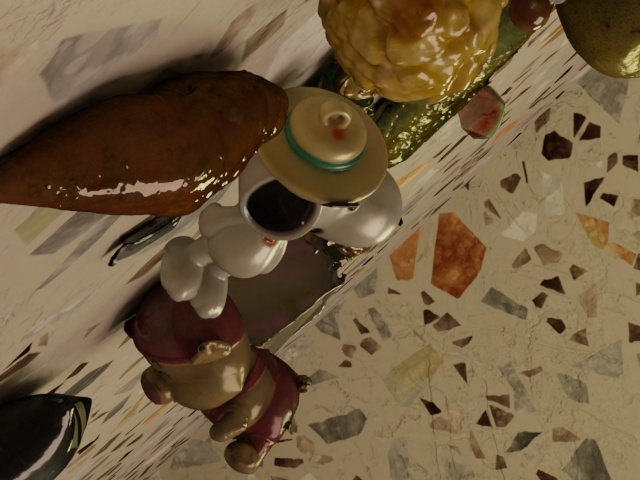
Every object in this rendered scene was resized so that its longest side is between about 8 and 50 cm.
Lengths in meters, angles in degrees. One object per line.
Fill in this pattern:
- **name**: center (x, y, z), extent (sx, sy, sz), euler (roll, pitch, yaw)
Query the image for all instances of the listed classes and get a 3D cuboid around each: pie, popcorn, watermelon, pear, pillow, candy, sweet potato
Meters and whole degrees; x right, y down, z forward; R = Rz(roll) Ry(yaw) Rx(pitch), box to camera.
- **pie**: center (0.181, -0.212, 2.103), extent (0.323, 0.070, 0.323), euler (-42, 175, -4)
- **popcorn**: center (0.078, -0.193, 1.243), extent (0.180, 0.170, 0.180), euler (-25, -145, 19)
- **watermelon**: center (0.255, -0.213, 2.669), extent (0.084, 0.072, 0.092), euler (-52, -148, 3)
- **pear**: center (0.383, -0.319, 1.995), extent (0.228, 0.211, 0.188), euler (-32, 163, 32)
- **pillow**: center (-0.344, 0.239, 1.876), extent (0.186, 0.106, 0.250), euler (-40, 178, -5)
- **candy**: center (-0.076, 0.074, 2.211), extent (0.195, 0.137, 0.185), euler (-41, 174, -19)
- **sweet potato**: center (-0.101, -0.071, 1.212), extent (0.106, 0.095, 0.354), euler (3, -165, 30)

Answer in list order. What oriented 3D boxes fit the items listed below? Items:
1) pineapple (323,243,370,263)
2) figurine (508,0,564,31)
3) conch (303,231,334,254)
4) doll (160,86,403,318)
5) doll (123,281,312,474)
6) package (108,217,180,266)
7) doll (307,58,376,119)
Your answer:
- **pineapple**: center (0.000, 0.000, 2.359), extent (0.198, 0.108, 0.108), euler (-35, 178, 33)
- **figurine**: center (0.196, -0.284, 1.461), extent (0.274, 0.133, 0.194), euler (-21, 137, -57)
- **conch**: center (0.033, -0.059, 2.175), extent (0.080, 0.086, 0.233), euler (-44, 175, 25)
- **doll**: center (-0.053, -0.029, 1.597), extent (0.271, 0.144, 0.208), euler (-19, 138, 19)
- **doll**: center (-0.137, 0.151, 2.001), extent (0.196, 0.256, 0.152), euler (7, -128, 43)
- **package**: center (-0.168, -0.008, 1.635), extent (0.110, 0.015, 0.037), euler (-36, 172, -44)
- **doll**: center (0.021, -0.160, 1.617), extent (0.078, 0.077, 0.113), euler (-50, 154, -47)
